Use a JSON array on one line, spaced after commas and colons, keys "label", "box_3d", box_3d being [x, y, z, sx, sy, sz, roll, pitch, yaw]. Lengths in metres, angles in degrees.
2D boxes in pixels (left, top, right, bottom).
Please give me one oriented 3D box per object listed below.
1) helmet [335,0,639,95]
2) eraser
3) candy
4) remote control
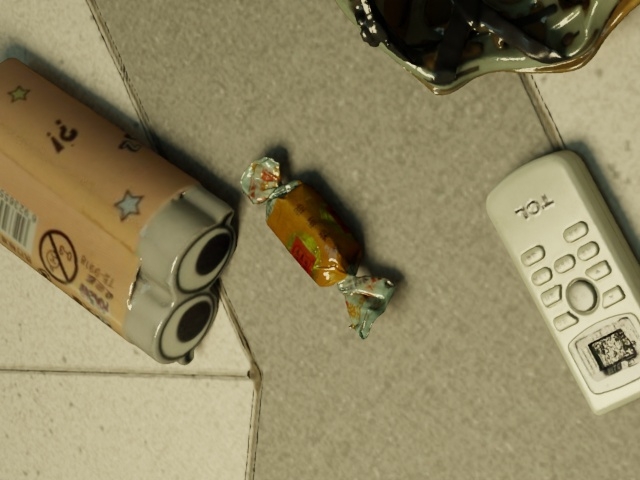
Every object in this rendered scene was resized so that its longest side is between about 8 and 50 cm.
[{"label": "helmet", "box_3d": [0.113, -0.210, 1.090, 0.224, 0.198, 0.130, -20, 49, 30]}, {"label": "eraser", "box_3d": [-0.214, -0.024, 1.460, 0.290, 0.087, 0.171, 34, 125, 28]}, {"label": "candy", "box_3d": [0.000, 0.000, 1.318, 0.182, 0.046, 0.053, 52, 132, 21]}, {"label": "remote control", "box_3d": [0.192, 0.029, 1.180, 0.087, 0.029, 0.190, -31, 82, 40]}]
